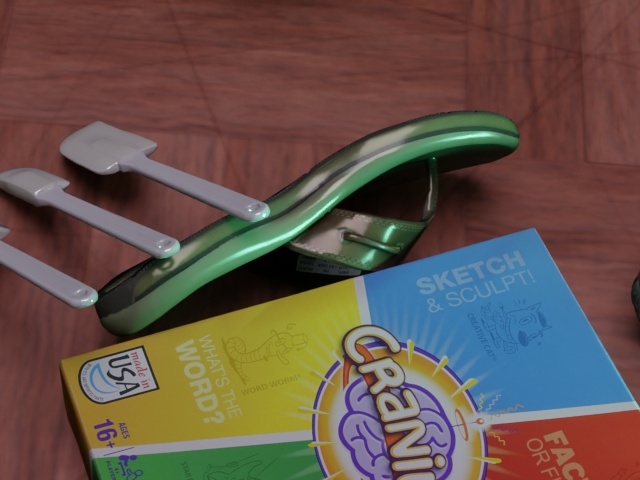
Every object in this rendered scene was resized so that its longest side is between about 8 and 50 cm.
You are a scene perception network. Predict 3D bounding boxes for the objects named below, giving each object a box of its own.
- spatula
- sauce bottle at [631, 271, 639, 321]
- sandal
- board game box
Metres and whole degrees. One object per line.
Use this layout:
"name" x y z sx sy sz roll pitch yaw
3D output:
"spatula" -0.151 -0.014 1.152 0.168 0.019 0.242 -27 29 -26
"sauce bottle" 0.329 -0.059 1.230 0.111 0.111 0.344 30 58 16
"sandal" -0.001 0.001 1.181 0.303 0.120 0.086 -28 88 -19
"board game box" 0.030 0.136 1.087 0.316 0.064 0.242 -16 52 -14
